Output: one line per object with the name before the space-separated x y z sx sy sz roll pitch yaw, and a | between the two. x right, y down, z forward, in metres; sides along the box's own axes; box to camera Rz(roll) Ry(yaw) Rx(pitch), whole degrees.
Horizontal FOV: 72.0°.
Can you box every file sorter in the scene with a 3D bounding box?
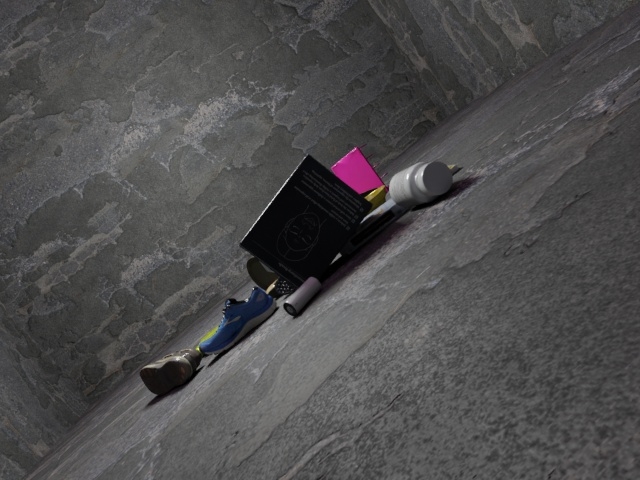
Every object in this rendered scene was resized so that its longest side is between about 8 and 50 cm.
file sorter | 0.248 -0.370 2.484 0.202 0.291 0.182 -34 5 36

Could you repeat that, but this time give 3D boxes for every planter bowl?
planter bowl | 0.216 -0.136 1.887 0.217 0.090 0.217 -37 6 4

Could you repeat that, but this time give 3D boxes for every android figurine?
android figurine | -0.444 0.409 1.914 0.248 0.056 0.273 -40 6 -14

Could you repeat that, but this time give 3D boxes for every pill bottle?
pill bottle | 0.324 -0.183 1.428 0.131 0.131 0.229 -40 7 -12

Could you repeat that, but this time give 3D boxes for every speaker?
speaker | -0.055 0.174 1.383 0.136 0.055 0.055 -44 8 -39

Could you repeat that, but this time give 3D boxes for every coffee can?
coffee can | -0.178 0.082 2.037 0.201 0.202 0.275 -31 11 48

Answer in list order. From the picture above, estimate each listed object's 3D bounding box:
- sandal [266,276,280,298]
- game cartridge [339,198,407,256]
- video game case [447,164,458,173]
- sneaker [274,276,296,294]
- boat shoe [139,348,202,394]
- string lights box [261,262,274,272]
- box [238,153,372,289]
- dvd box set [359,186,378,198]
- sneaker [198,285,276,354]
sandal | -0.143 0.143 1.856 0.240 0.088 0.079 -41 45 14
game cartridge | 0.191 -0.058 1.664 0.297 0.062 0.198 -38 10 8
video game case | 0.401 -0.209 1.665 0.206 0.026 0.227 -38 5 4
sneaker | -0.074 0.140 1.756 0.234 0.084 0.097 -38 -20 3
boat shoe | -0.585 0.516 1.745 0.355 0.132 0.130 -23 5 37
string lights box | -0.125 0.021 1.847 0.133 0.077 0.260 3 45 51
box | -0.058 -0.055 1.587 0.396 0.293 0.212 -53 7 -5
dvd box set | 0.090 -0.157 2.363 0.420 0.062 0.307 -24 2 32
sneaker | -0.330 0.296 1.658 0.330 0.147 0.130 -40 6 -6
